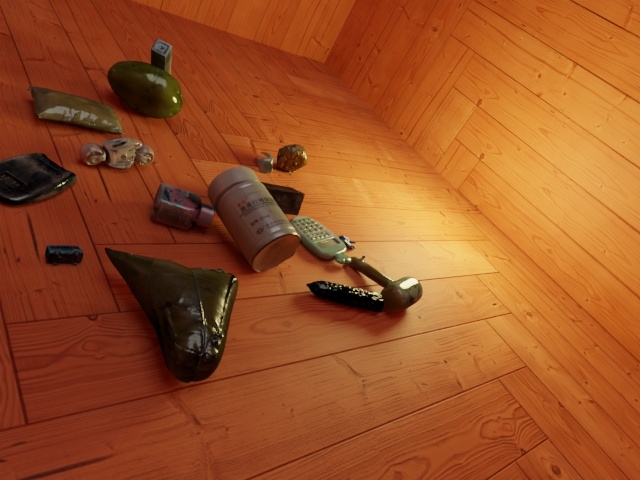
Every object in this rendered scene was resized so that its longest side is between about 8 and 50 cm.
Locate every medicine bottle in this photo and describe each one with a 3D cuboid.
[{"bbox_3d":[-0.447,-0.101,1.632,0.187,0.094,0.119,18,32,-23],"label":"medicine bottle"},{"bbox_3d":[-0.229,-0.078,1.682,0.189,0.190,0.332,-7,53,-48],"label":"medicine bottle"}]

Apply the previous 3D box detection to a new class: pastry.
[{"bbox_3d":[-0.132,-0.378,2.294,0.153,0.153,0.081,15,42,-28],"label":"pastry"}]

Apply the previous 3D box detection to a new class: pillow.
[{"bbox_3d":[-0.878,-0.464,1.796,0.302,0.075,0.185,6,41,-42],"label":"pillow"}]

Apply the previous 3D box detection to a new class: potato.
[{"bbox_3d":[-0.714,-0.625,2.058,0.304,0.216,0.216,32,29,-4],"label":"potato"}]

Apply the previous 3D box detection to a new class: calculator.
[{"bbox_3d":[-0.848,-0.178,1.438,0.177,0.040,0.268,31,34,3],"label":"calculator"},{"bbox_3d":[0.000,0.000,1.958,0.295,0.042,0.184,43,31,23],"label":"calculator"}]

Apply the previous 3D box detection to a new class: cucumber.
[{"bbox_3d":[0.087,0.192,1.727,0.299,0.072,0.072,15,34,-24],"label":"cucumber"}]

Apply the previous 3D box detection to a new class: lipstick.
[{"bbox_3d":[-0.687,-0.729,2.149,0.066,0.317,0.068,25,67,-10],"label":"lipstick"}]

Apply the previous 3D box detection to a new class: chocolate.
[{"bbox_3d":[-0.225,-0.178,1.941,0.320,0.112,0.112,5,23,-37],"label":"chocolate"}]

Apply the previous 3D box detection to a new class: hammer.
[{"bbox_3d":[0.233,0.149,1.911,0.305,0.113,0.201,36,26,25],"label":"hammer"}]

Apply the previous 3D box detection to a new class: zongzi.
[{"bbox_3d":[-0.394,0.164,1.218,0.360,0.160,0.323,24,30,-16],"label":"zongzi"}]

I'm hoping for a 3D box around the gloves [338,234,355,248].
[{"bbox_3d":[0.111,0.007,2.065,0.086,0.026,0.064,31,28,-2],"label":"gloves"}]

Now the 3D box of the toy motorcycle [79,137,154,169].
[{"bbox_3d":[-0.686,-0.304,1.701,0.254,0.113,0.112,-8,48,-47],"label":"toy motorcycle"}]

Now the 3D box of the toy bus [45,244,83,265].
[{"bbox_3d":[-0.660,0.035,1.287,0.083,0.038,0.046,2,38,-43],"label":"toy bus"}]

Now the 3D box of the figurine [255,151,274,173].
[{"bbox_3d":[-0.245,-0.346,2.227,0.094,0.082,0.086,45,3,-31],"label":"figurine"}]
